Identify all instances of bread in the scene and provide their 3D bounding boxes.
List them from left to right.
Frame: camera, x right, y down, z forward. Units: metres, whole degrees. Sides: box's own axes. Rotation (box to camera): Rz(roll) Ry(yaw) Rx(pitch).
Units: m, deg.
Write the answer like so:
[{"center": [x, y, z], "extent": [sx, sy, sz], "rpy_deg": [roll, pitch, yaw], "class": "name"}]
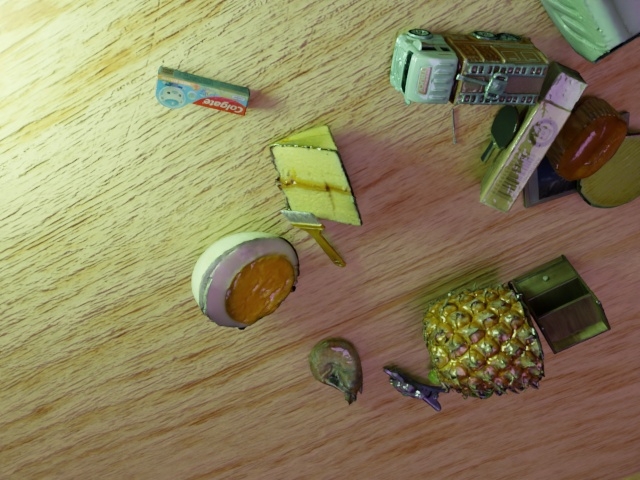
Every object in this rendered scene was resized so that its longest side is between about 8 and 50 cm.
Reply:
[{"center": [-0.017, -0.129, 1.272], "extent": [0.178, 0.135, 0.240], "rpy_deg": [-17, 131, 5], "class": "bread"}, {"center": [0.649, -0.238, 1.303], "extent": [0.132, 0.114, 0.190], "rpy_deg": [15, 128, -22], "class": "bread"}, {"center": [0.787, -0.183, 1.411], "extent": [0.229, 0.033, 0.228], "rpy_deg": [-4, 125, -5], "class": "bread"}]

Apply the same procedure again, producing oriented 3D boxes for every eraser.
[{"center": [0.494, -0.240, 1.267], "extent": [0.078, 0.144, 0.343], "rpy_deg": [25, 123, 2], "class": "eraser"}]

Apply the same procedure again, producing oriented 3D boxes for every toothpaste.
[{"center": [-0.254, -0.311, 1.150], "extent": [0.194, 0.044, 0.070], "rpy_deg": [10, 126, -17], "class": "toothpaste"}]

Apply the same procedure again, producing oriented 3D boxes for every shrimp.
[{"center": [0.057, 0.449, 1.778], "extent": [0.168, 0.077, 0.317], "rpy_deg": [-6, 124, 7], "class": "shrimp"}]

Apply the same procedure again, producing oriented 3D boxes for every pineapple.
[{"center": [0.464, 0.303, 1.560], "extent": [0.300, 0.352, 0.352], "rpy_deg": [-18, 128, 11], "class": "pineapple"}]

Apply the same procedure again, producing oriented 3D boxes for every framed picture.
[{"center": [0.667, -0.208, 1.406], "extent": [0.281, 0.019, 0.208], "rpy_deg": [-19, 128, 5], "class": "framed picture"}]

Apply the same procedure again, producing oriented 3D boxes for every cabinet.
[{"center": [0.709, 0.185, 1.593], "extent": [0.175, 0.215, 0.148], "rpy_deg": [-29, 125, 13], "class": "cabinet"}]

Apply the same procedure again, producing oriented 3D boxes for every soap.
[{"center": [0.487, -0.518, 0.982], "extent": [0.156, 0.261, 0.446], "rpy_deg": [-40, 124, 19], "class": "soap"}]

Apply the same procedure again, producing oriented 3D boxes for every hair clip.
[{"center": [0.336, 0.519, 1.851], "extent": [0.279, 0.137, 0.090], "rpy_deg": [24, 84, -26], "class": "hair clip"}]

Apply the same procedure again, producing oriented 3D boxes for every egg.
[{"center": [-0.205, 0.077, 1.388], "extent": [0.287, 0.174, 0.264], "rpy_deg": [-28, 132, -19], "class": "egg"}]

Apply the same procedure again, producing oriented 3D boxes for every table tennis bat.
[{"center": [0.430, -0.253, 1.285], "extent": [0.014, 0.095, 0.158], "rpy_deg": [4, 138, -16], "class": "table tennis bat"}]

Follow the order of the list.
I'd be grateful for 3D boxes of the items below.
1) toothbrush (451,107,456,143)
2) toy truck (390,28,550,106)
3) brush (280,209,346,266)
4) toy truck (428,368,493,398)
[{"center": [0.325, -0.277, 1.299], "extent": [0.006, 0.008, 0.096], "rpy_deg": [-24, 128, -9], "class": "toothbrush"}, {"center": [0.315, -0.357, 1.138], "extent": [0.306, 0.162, 0.136], "rpy_deg": [-1, 128, -9], "class": "toy truck"}, {"center": [0.000, 0.000, 1.418], "extent": [0.103, 0.013, 0.272], "rpy_deg": [7, 151, 37], "class": "brush"}, {"center": [0.484, 0.423, 1.792], "extent": [0.211, 0.148, 0.186], "rpy_deg": [13, 124, 6], "class": "toy truck"}]
